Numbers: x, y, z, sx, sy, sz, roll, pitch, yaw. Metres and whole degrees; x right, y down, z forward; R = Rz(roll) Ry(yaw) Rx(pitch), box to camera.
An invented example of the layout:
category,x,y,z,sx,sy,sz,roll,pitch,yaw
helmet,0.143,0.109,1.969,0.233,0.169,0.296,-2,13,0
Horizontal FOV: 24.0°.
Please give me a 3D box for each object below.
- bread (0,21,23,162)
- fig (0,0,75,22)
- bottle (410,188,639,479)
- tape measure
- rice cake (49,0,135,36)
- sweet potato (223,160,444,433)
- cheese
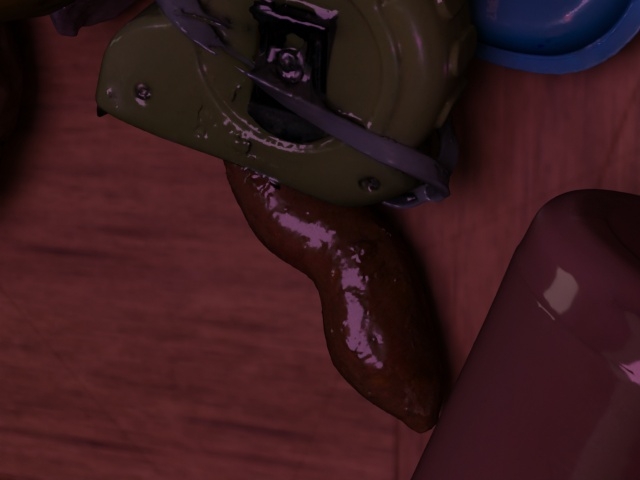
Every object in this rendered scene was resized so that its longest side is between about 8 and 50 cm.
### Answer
category,x,y,z,sx,sy,sz,roll,pitch,yaw
bread,-0.284,-0.099,0.876,0.230,0.123,0.230,3,96,32
fig,-0.171,-0.214,0.728,0.233,0.314,0.233,0,92,-12
bottle,0.109,0.134,0.662,0.206,0.173,0.297,49,123,51
tape measure,-0.007,-0.093,0.696,0.177,0.087,0.154,23,123,8
rice cake,-0.047,-0.224,0.761,0.298,0.050,0.106,-32,72,29
sweet potato,0.003,-0.002,0.762,0.065,0.051,0.218,-35,77,13
cheese,0.056,-0.138,0.726,0.256,0.037,0.106,9,99,35
